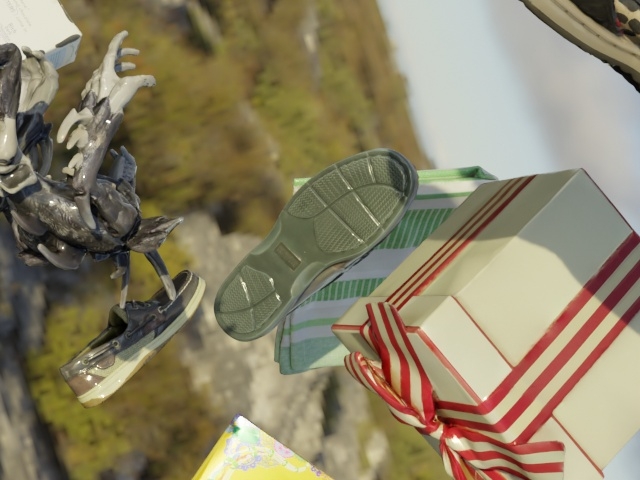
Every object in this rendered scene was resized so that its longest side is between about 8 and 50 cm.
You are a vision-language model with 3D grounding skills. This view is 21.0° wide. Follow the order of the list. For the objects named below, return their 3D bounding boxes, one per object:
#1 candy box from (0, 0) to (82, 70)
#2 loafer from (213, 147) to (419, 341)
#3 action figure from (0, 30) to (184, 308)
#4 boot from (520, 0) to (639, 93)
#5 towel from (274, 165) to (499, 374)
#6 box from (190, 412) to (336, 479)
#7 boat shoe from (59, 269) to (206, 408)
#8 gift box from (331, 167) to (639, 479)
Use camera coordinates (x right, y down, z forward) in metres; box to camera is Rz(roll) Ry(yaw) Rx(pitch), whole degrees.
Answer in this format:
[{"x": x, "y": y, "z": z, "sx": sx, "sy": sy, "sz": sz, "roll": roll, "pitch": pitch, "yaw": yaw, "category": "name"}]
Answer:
[{"x": -0.358, "y": -0.211, "z": 1.673, "sx": 0.165, "sy": 0.196, "sz": 0.070, "roll": 58, "pitch": -21, "yaw": 8, "category": "candy box"}, {"x": 0.000, "y": 0.000, "z": 1.783, "sx": 0.096, "sy": 0.267, "sz": 0.084, "roll": 53, "pitch": 19, "yaw": 12, "category": "loafer"}, {"x": -0.179, "y": -0.072, "z": 1.111, "sx": 0.275, "sy": 0.164, "sz": 0.141, "roll": 44, "pitch": 58, "yaw": -38, "category": "action figure"}, {"x": 0.267, "y": -0.221, "z": 1.059, "sx": 0.377, "sy": 0.284, "sz": 0.138, "roll": 40, "pitch": 30, "yaw": -11, "category": "boot"}, {"x": 0.074, "y": 0.040, "z": 2.024, "sx": 0.325, "sy": 0.247, "sz": 0.038, "roll": 96, "pitch": -15, "yaw": -47, "category": "towel"}, {"x": -0.100, "y": 0.355, "z": 1.868, "sx": 0.177, "sy": 0.290, "sz": 0.279, "roll": 34, "pitch": -8, "yaw": 2, "category": "box"}, {"x": -0.155, "y": 0.073, "z": 1.443, "sx": 0.049, "sy": 0.152, "sz": 0.056, "roll": 51, "pitch": -31, "yaw": -18, "category": "boat shoe"}, {"x": 0.178, "y": 0.092, "z": 1.609, "sx": 0.255, "sy": 0.258, "sz": 0.276, "roll": 47, "pitch": -15, "yaw": -7, "category": "gift box"}]
